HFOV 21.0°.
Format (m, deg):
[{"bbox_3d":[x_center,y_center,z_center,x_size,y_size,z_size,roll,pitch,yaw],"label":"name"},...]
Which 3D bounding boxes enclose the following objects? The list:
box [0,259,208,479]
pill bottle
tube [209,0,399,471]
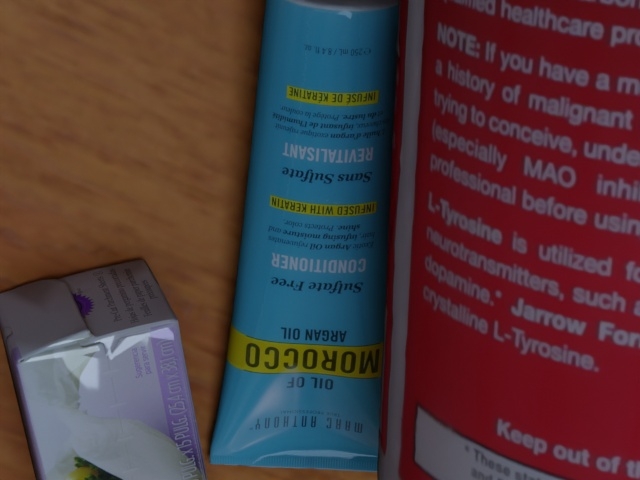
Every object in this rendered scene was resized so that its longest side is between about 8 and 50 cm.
[{"bbox_3d":[-0.067,0.168,0.706,0.063,0.067,0.324,-14,115,-11],"label":"box"},{"bbox_3d":[0.139,-0.065,0.587,0.229,0.229,0.408,-5,112,-16],"label":"pill bottle"},{"bbox_3d":[0.000,0.000,0.674,0.080,0.052,0.207,5,115,4],"label":"tube"}]
